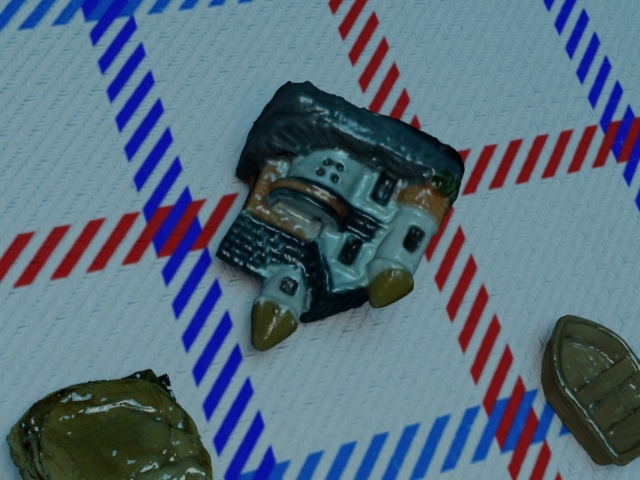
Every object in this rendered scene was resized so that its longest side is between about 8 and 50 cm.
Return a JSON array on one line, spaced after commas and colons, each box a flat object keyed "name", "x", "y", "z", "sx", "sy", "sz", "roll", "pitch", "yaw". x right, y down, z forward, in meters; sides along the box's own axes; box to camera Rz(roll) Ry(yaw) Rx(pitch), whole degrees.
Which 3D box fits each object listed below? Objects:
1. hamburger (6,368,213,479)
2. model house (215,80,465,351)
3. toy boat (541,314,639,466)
[{"name": "hamburger", "x": -0.215, "y": 0.238, "z": 1.182, "sx": 0.183, "sy": 0.130, "sz": 0.206, "roll": -16, "pitch": 53, "yaw": -25}, {"name": "model house", "x": 0.000, "y": 0.000, "z": 1.320, "sx": 0.253, "sy": 0.184, "sz": 0.291, "roll": 28, "pitch": 66, "yaw": -8}, {"name": "toy boat", "x": 0.339, "y": 0.180, "z": 1.400, "sx": 0.116, "sy": 0.061, "sz": 0.188, "roll": -27, "pitch": 76, "yaw": -24}]
